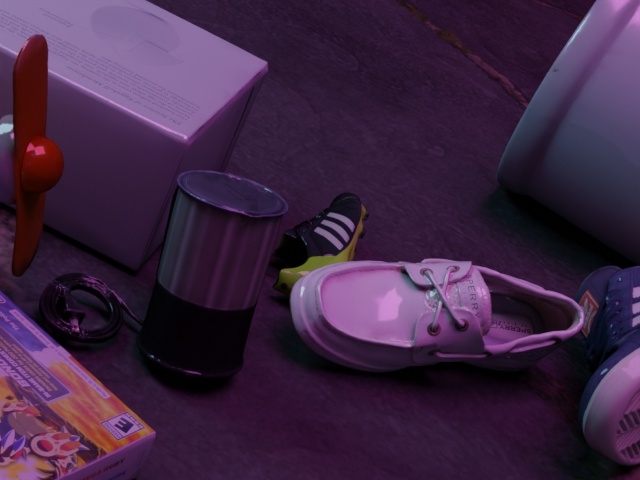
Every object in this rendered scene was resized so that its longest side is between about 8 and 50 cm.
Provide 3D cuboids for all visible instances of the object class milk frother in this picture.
[{"bbox_3d":[-0.116,0.017,0.876,0.143,0.134,0.129,-2,25,-44],"label":"milk frother"}]

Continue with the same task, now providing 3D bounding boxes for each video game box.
[{"bbox_3d":[-0.237,0.100,0.736,0.205,0.048,0.187,37,32,21],"label":"video game box"}]

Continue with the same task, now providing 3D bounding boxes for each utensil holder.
[{"bbox_3d":[0.450,-0.099,1.349,0.385,0.327,0.327,34,29,12],"label":"utensil holder"}]

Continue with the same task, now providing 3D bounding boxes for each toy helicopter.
[{"bbox_3d":[-0.257,-0.100,0.774,0.235,0.355,0.140,30,56,-13],"label":"toy helicopter"}]

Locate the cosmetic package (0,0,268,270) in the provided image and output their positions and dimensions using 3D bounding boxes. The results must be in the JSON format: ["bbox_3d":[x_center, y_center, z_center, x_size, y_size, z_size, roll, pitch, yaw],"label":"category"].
[{"bbox_3d":[-0.196,-0.117,1.041,0.224,0.138,0.224,27,27,3],"label":"cosmetic package"}]

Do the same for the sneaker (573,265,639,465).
[{"bbox_3d":[0.283,0.096,1.101,0.148,0.131,0.350,31,22,25],"label":"sneaker"}]

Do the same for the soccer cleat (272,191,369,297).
[{"bbox_3d":[0.000,0.000,1.088,0.072,0.060,0.179,22,31,-4],"label":"soccer cleat"}]

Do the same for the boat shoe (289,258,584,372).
[{"bbox_3d":[0.107,0.055,1.009,0.277,0.096,0.098,5,68,-33],"label":"boat shoe"}]
